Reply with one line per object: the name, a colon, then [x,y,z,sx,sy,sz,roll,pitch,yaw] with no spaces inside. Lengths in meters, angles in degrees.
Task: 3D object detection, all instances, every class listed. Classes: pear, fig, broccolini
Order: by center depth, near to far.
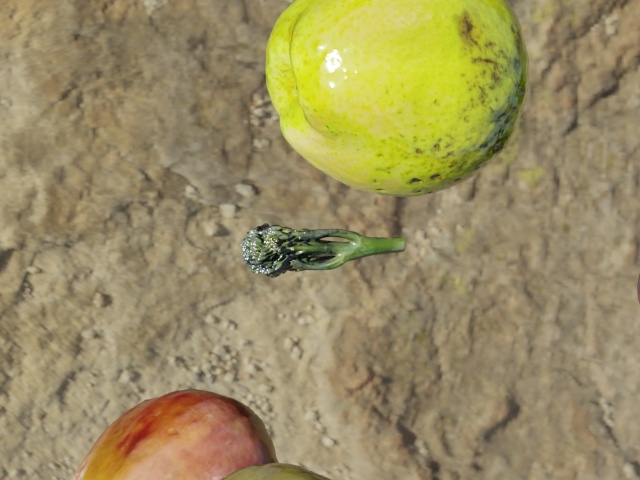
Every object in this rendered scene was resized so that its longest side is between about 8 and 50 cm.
fig: [-0.163,0.282,1.232,0.224,0.224,0.263,54,50,-23]
broccolini: [0.005,0.016,1.386,0.202,0.091,0.068,2,51,-7]
pear: [0.103,-0.244,1.701,0.391,0.391,0.391,-3,97,-30]

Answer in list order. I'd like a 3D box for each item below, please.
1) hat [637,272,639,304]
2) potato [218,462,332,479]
hat: [0.628,0.071,1.917,0.082,0.193,0.193,-46,125,-66]
potato: [-0.025,0.307,0.913,0.218,0.351,0.202,32,98,-10]
